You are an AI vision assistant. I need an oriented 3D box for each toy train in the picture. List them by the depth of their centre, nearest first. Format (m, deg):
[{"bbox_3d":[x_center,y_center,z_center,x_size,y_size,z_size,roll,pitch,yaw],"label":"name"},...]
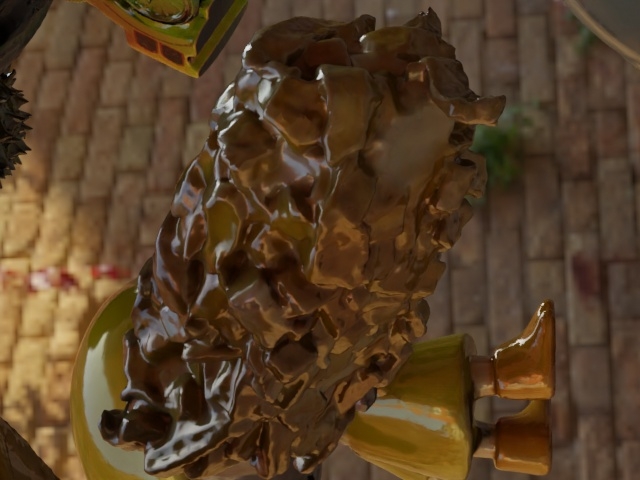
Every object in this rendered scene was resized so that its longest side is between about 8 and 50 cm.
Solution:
[{"bbox_3d":[-0.194,-0.248,1.343,0.100,0.296,0.160,-58,-11,-23],"label":"toy train"}]

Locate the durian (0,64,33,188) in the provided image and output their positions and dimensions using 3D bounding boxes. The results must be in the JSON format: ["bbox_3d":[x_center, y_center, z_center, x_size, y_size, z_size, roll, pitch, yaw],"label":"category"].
[{"bbox_3d":[-0.355,-0.103,1.289,0.293,0.258,0.258,65,-156,-67],"label":"durian"}]

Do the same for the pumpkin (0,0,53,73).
[{"bbox_3d":[-0.280,-0.167,0.942,0.315,0.315,0.239,54,-168,-77],"label":"pumpkin"}]

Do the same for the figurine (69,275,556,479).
[{"bbox_3d":[-0.005,0.111,1.182,0.187,0.343,0.215,-88,-5,-65],"label":"figurine"}]

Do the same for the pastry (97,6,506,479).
[{"bbox_3d":[0.000,0.000,0.699,0.102,0.154,0.250,49,135,23],"label":"pastry"}]

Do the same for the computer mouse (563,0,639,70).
[{"bbox_3d":[0.193,-0.319,1.157,0.228,0.145,0.429,116,151,-77],"label":"computer mouse"}]

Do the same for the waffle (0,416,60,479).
[{"bbox_3d":[-0.084,0.202,0.651,0.248,0.055,0.221,59,-174,-43],"label":"waffle"}]
